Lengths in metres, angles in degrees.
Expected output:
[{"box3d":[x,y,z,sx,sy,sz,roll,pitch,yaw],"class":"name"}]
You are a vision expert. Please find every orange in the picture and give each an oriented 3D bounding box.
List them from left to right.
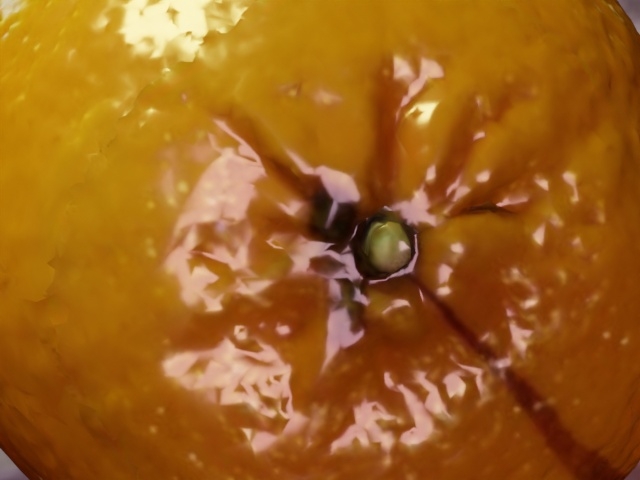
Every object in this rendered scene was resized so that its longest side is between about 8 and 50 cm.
[{"box3d":[0.000,0.000,0.420,0.193,0.161,0.193,-3,108,-9],"class":"orange"}]
